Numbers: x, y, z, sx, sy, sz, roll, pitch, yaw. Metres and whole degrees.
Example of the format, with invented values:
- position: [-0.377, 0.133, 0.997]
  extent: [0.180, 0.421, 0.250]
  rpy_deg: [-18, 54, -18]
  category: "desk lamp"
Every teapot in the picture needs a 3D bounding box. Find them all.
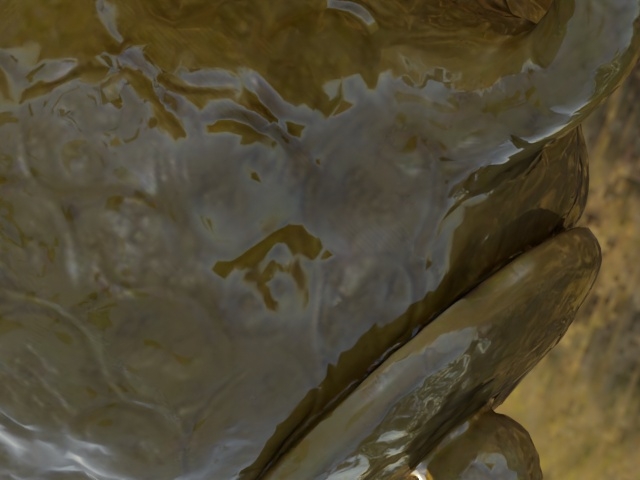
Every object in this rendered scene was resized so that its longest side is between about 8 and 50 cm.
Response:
- position: [0.000, 0.000, 0.480]
  extent: [0.167, 0.203, 0.311]
  rpy_deg: [47, 138, 12]
  category: "teapot"
